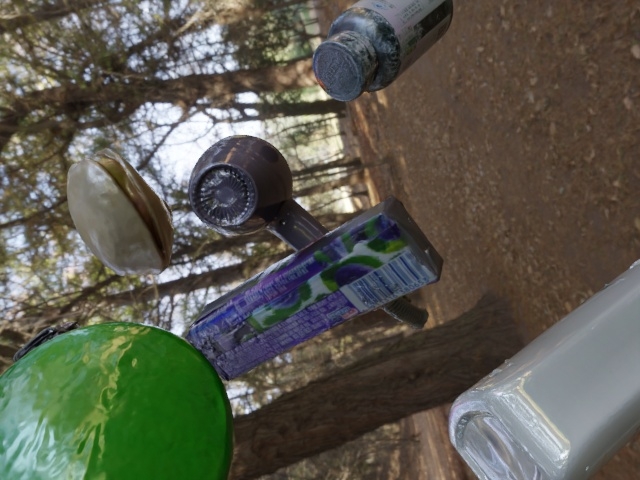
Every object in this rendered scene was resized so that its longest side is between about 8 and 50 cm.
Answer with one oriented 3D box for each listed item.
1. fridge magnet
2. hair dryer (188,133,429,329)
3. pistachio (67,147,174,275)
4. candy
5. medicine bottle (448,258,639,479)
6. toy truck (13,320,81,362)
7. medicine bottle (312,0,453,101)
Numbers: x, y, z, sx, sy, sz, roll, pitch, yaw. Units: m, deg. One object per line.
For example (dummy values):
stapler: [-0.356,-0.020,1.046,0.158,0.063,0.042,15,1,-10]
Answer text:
fridge magnet: [-0.173,0.166,0.382,0.088,0.208,0.208,104,158,-58]
hair dryer: [0.000,0.000,0.644,0.361,0.121,0.301,41,-168,-6]
pistachio: [-0.612,-0.075,1.492,0.365,0.281,0.446,24,139,34]
candy: [-0.022,0.062,0.517,0.088,0.312,0.061,51,-148,-13]
medicine bottle: [0.260,0.109,0.432,0.111,0.296,0.161,52,160,30]
toy truck: [-0.492,0.296,1.011,0.268,0.124,0.155,51,-178,-4]
medicine bottle: [0.108,-0.353,0.827,0.293,0.141,0.141,-48,-41,-32]
